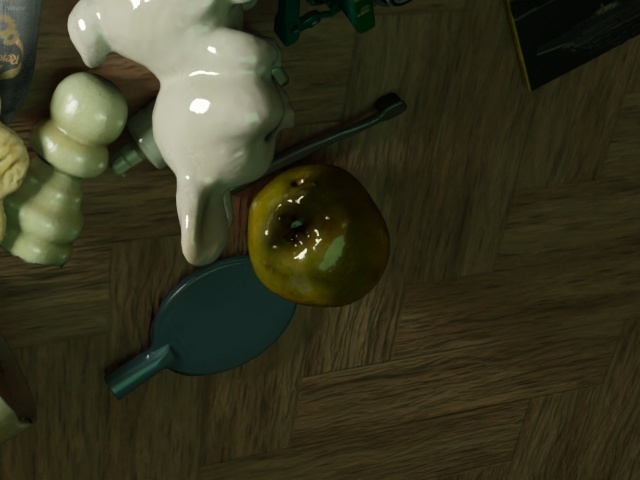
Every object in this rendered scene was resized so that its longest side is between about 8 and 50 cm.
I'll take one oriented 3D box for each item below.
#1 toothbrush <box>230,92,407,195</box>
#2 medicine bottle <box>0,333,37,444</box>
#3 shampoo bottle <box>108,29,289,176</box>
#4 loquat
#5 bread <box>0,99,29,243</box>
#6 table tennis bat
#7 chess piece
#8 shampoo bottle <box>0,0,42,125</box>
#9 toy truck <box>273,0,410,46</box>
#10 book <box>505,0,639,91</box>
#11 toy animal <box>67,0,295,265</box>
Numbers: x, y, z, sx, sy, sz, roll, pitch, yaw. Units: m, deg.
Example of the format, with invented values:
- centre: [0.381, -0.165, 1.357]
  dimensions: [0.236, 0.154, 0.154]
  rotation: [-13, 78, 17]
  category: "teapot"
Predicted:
- centre: [-0.012, -0.136, 1.774]
  dimensions: [0.297, 0.030, 0.030]
  rotation: [-27, 142, -4]
  category: "toothbrush"
- centre: [-0.606, 0.246, 1.621]
  dimensions: [0.406, 0.236, 0.236]
  rotation: [-31, 134, -4]
  category: "medicine bottle"
- centre: [-0.169, -0.170, 1.624]
  dimensions: [0.262, 0.085, 0.085]
  rotation: [-35, 134, 2]
  category: "shampoo bottle"
- centre: [0.000, 0.000, 1.773]
  dimensions: [0.213, 0.213, 0.246]
  rotation: [-38, 164, 5]
  category: "loquat"
- centre: [-0.495, -0.085, 1.447]
  dimensions: [0.316, 0.054, 0.316]
  rotation: [-14, 116, -29]
  category: "bread"
- centre: [-0.183, 0.140, 1.895]
  dimensions: [0.329, 0.044, 0.215]
  rotation: [-32, 135, -5]
  category: "table tennis bat"
- centre: [-0.330, -0.101, 1.578]
  dimensions: [0.133, 0.133, 0.243]
  rotation: [20, 107, -38]
  category: "chess piece"
- centre: [-0.382, -0.246, 1.475]
  dimensions: [0.087, 0.049, 0.234]
  rotation: [2, 125, -20]
  category: "shampoo bottle"
- centre: [0.014, -0.372, 1.435]
  dimensions: [0.178, 0.176, 0.363]
  rotation: [-30, 157, -10]
  category: "toy truck"
- centre: [0.376, -0.412, 1.760]
  dimensions: [0.262, 0.028, 0.374]
  rotation: [-27, 134, -4]
  category: "book"
- centre: [-0.156, -0.164, 1.489]
  dimensions: [0.241, 0.196, 0.368]
  rotation: [-13, 101, 4]
  category: "toy animal"
